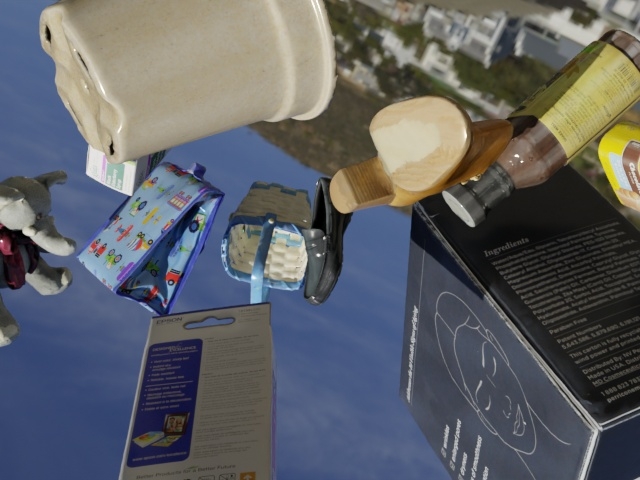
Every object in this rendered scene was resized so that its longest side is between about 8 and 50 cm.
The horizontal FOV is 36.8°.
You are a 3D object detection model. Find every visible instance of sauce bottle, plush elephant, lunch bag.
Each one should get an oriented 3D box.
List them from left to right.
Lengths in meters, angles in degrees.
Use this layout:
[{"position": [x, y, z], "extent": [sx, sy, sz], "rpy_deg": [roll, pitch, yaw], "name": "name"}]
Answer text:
[{"position": [-0.593, -0.014, 1.894], "extent": [0.330, 0.255, 0.272], "rpy_deg": [54, -149, -5], "name": "plush elephant"}, {"position": [-0.320, -0.030, 1.893], "extent": [0.138, 0.293, 0.221], "rpy_deg": [33, 177, -38], "name": "lunch bag"}, {"position": [0.322, -0.156, 1.364], "extent": [0.111, 0.344, 0.111], "rpy_deg": [49, 175, 6], "name": "sauce bottle"}]

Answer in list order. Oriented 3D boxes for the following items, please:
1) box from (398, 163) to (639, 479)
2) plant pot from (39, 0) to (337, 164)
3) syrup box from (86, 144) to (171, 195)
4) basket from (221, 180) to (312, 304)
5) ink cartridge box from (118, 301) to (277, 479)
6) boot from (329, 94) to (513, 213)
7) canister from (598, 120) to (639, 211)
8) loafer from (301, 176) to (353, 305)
[{"position": [0.358, 0.215, 1.494], "extent": [0.297, 0.479, 0.471], "rpy_deg": [-18, -135, -18], "name": "box"}, {"position": [-0.197, -0.263, 1.315], "extent": [0.305, 0.333, 0.334], "rpy_deg": [-28, -133, -22], "name": "plant pot"}, {"position": [-0.307, -0.195, 1.679], "extent": [0.096, 0.093, 0.237], "rpy_deg": [25, -132, 5], "name": "syrup box"}, {"position": [-0.115, 0.040, 2.069], "extent": [0.201, 0.254, 0.289], "rpy_deg": [7, -130, -3], "name": "basket"}, {"position": [-0.145, 0.214, 1.214], "extent": [0.176, 0.069, 0.371], "rpy_deg": [-7, -146, 2], "name": "ink cartridge box"}, {"position": [0.154, -0.117, 1.139], "extent": [0.211, 0.295, 0.104], "rpy_deg": [-20, -96, -28], "name": "boot"}, {"position": [0.416, -0.069, 1.127], "extent": [0.126, 0.073, 0.170], "rpy_deg": [55, 172, -29], "name": "canister"}, {"position": [0.000, 0.000, 1.654], "extent": [0.078, 0.223, 0.076], "rpy_deg": [18, 169, -28], "name": "loafer"}]
